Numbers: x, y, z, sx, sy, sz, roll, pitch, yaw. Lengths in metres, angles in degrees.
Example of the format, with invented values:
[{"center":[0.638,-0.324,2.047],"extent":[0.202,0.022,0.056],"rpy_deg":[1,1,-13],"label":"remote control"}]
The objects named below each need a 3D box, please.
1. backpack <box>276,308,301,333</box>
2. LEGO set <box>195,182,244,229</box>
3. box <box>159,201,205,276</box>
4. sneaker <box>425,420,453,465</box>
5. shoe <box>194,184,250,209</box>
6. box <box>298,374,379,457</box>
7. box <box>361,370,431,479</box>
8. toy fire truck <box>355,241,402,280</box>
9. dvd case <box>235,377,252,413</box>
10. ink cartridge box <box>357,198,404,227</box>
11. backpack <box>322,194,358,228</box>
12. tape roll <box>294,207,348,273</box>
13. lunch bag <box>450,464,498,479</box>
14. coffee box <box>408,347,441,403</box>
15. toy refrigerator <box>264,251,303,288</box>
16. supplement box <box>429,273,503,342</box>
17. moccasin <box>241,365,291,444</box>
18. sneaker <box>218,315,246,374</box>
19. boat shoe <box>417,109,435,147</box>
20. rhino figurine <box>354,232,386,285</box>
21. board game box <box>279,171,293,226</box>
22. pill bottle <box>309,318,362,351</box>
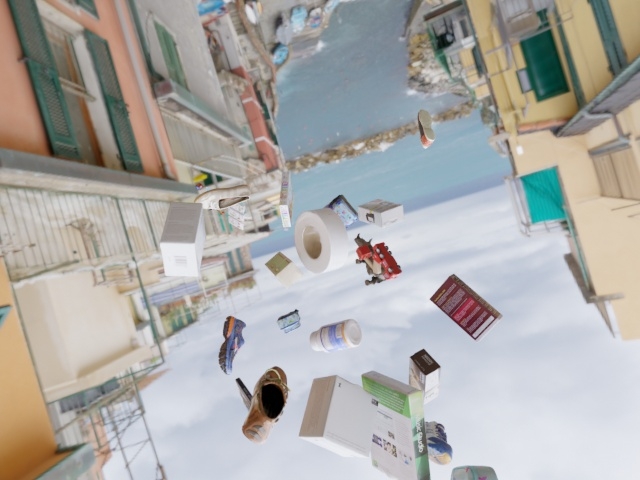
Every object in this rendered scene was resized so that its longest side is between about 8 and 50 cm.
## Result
[{"center":[-0.141,0.372,2.075],"extent":[0.105,0.084,0.114],"rpy_deg":[-26,175,5],"label":"backpack"},{"center":[-0.423,-0.163,1.966],"extent":[0.060,0.244,0.182],"rpy_deg":[-56,171,-32],"label":"LEGO set"},{"center":[-0.378,-0.005,1.266],"extent":[0.091,0.130,0.170],"rpy_deg":[2,-137,-7],"label":"box"},{"center":[0.385,0.677,1.573],"extent":[0.131,0.112,0.296],"rpy_deg":[-38,176,-19],"label":"sneaker"},{"center":[-0.370,-0.158,1.732],"extent":[0.219,0.058,0.076],"rpy_deg":[-16,148,-7],"label":"shoe"},{"center":[0.058,0.520,1.346],"extent":[0.119,0.181,0.182],"rpy_deg":[-28,-144,47],"label":"box"},{"center":[0.231,0.587,1.409],"extent":[0.058,0.322,0.232],"rpy_deg":[-12,-173,-31],"label":"box"},{"center":[0.215,0.078,1.693],"extent":[0.047,0.192,0.135],"rpy_deg":[-14,152,-30],"label":"toy fire truck"},{"center":[-0.330,0.790,2.179],"extent":[0.030,0.179,0.239],"rpy_deg":[-24,-142,-25],"label":"dvd case"},{"center":[0.269,-0.124,2.036],"extent":[0.127,0.072,0.175],"rpy_deg":[-21,-157,-26],"label":"ink cartridge box"},{"center":[0.079,-0.117,2.243],"extent":[0.173,0.158,0.117],"rpy_deg":[-35,-167,18],"label":"backpack"},{"center":[0.000,0.000,2.016],"extent":[0.100,0.286,0.286],"rpy_deg":[-12,177,-34],"label":"tape roll"},{"center":[0.537,0.937,1.587],"extent":[0.108,0.279,0.224],"rpy_deg":[8,152,-7],"label":"lunch bag"},{"center":[0.528,0.694,2.327],"extent":[0.098,0.246,0.141],"rpy_deg":[-23,-139,-19],"label":"coffee box"},{"center":[-0.178,0.132,2.136],"extent":[0.102,0.094,0.269],"rpy_deg":[-41,-162,-7],"label":"toy refrigerator"},{"center":[0.553,0.255,1.742],"extent":[0.130,0.239,0.073],"rpy_deg":[-55,159,24],"label":"supplement box"},{"center":[-0.179,0.560,1.650],"extent":[0.147,0.139,0.380],"rpy_deg":[-52,178,13],"label":"moccasin"},{"center":[-0.331,0.403,1.749],"extent":[0.087,0.221,0.083],"rpy_deg":[15,163,-27],"label":"sneaker"},{"center":[0.328,-0.354,1.437],"extent":[0.049,0.137,0.043],"rpy_deg":[4,150,-17],"label":"boat shoe"},{"center":[0.196,0.070,1.832],"extent":[0.106,0.243,0.073],"rpy_deg":[1,142,-31],"label":"rhino figurine"},{"center":[-0.110,-0.135,1.489],"extent":[0.026,0.154,0.103],"rpy_deg":[-2,142,4],"label":"board game box"},{"center":[0.078,0.528,2.497],"extent":[0.272,0.152,0.152],"rpy_deg":[-22,177,35],"label":"pill bottle"}]
